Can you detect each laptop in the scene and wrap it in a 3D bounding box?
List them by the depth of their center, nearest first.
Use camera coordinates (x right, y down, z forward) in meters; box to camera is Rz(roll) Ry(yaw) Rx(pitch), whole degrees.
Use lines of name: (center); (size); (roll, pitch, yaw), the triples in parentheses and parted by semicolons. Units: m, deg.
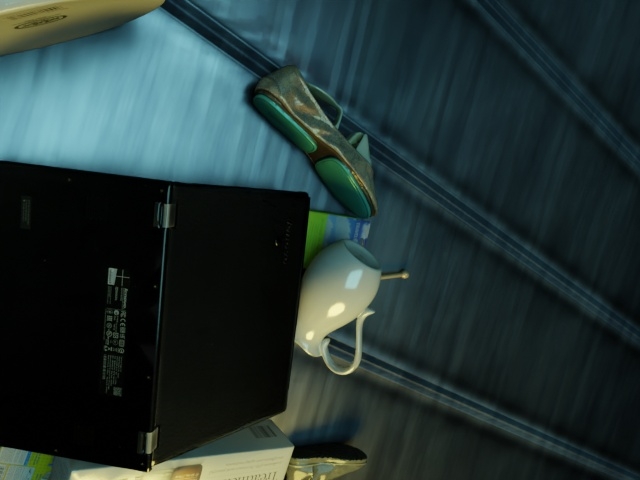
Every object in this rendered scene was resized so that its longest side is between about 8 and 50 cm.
laptop: (-0.247, 0.097, 0.743); (0.407, 0.236, 0.382); (7, 97, 4)

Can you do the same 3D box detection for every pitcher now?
pitcher: (0.033, 0.118, 0.877); (0.177, 0.125, 0.207); (39, 109, 8)

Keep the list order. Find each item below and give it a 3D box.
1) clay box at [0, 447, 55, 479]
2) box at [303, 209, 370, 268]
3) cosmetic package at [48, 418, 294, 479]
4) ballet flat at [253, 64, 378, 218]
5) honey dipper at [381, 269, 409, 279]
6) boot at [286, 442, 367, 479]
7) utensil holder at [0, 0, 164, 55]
clay box: (-0.392, 0.336, 0.809); (0.221, 0.053, 0.128); (21, 91, -29)
box: (0.000, 0.000, 0.932); (0.178, 0.042, 0.109); (7, 99, -27)
cosmetic package: (-0.253, 0.455, 0.823); (0.377, 0.097, 0.285); (12, 101, -38)
ballet flat: (0.022, -0.175, 0.877); (0.316, 0.107, 0.106); (47, 70, -26)
honey dipper: (0.113, 0.074, 1.012); (0.160, 0.030, 0.031); (-6, 103, -28)
boot: (-0.005, 0.528, 1.021); (0.189, 0.076, 0.209); (5, 92, -12)
utensil holder: (-0.374, -0.417, 0.518); (0.327, 0.327, 0.386); (-24, 113, -20)
